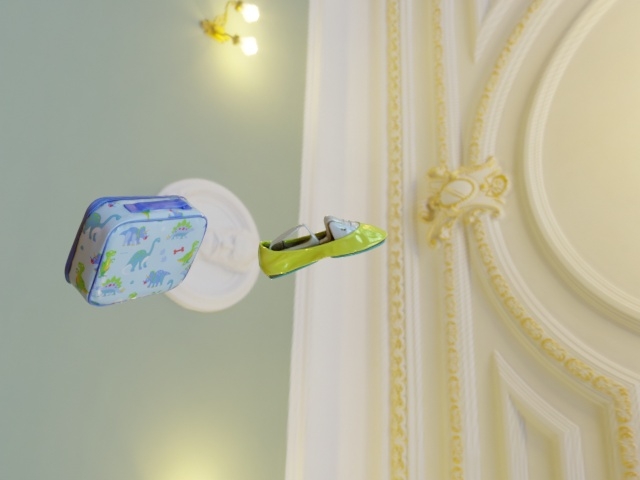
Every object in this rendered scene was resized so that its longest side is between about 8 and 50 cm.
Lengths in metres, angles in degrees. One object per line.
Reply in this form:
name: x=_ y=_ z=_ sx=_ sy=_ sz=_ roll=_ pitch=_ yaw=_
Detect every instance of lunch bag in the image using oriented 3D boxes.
lunch bag: x=-0.300 y=0.008 z=1.010 sx=0.090 sy=0.219 sz=0.176 roll=38 pitch=-64 yaw=24

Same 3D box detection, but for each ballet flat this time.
ballet flat: x=0.000 y=0.000 z=1.049 sx=0.231 sy=0.077 sz=0.077 roll=-17 pitch=-159 yaw=0
